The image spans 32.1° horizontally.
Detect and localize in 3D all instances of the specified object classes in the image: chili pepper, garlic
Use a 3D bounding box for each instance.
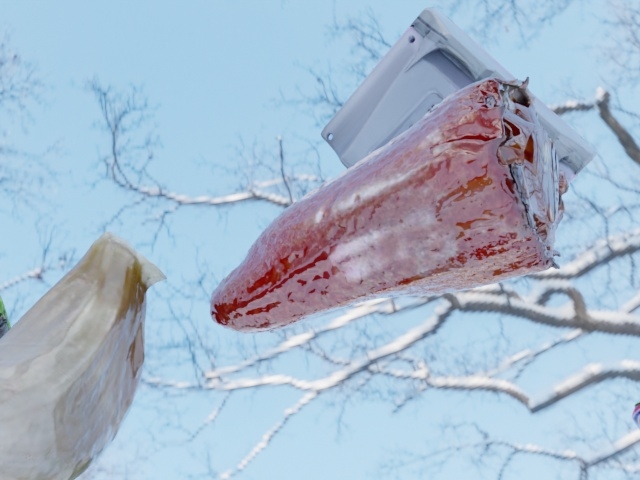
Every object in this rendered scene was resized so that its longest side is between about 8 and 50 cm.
[{"bbox_3d":[0.038,-0.011,0.717,0.253,0.144,0.136,-22,-41,28],"label":"chili pepper"},{"bbox_3d":[-0.168,0.085,0.642,0.090,0.198,0.128,27,-57,13],"label":"garlic"}]

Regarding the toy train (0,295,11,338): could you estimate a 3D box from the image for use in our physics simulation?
[{"bbox_3d":[-0.345,0.139,0.840,0.249,0.173,0.307,2,-63,24],"label":"toy train"}]

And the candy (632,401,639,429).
[{"bbox_3d":[0.432,0.168,0.954,0.365,0.124,0.124,6,-61,-28],"label":"candy"}]

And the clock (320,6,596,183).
[{"bbox_3d":[0.144,-0.102,1.189,0.253,0.083,0.186,43,-72,7],"label":"clock"}]
